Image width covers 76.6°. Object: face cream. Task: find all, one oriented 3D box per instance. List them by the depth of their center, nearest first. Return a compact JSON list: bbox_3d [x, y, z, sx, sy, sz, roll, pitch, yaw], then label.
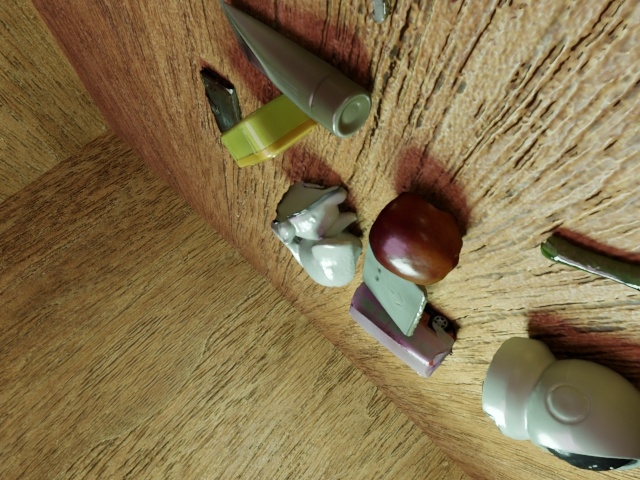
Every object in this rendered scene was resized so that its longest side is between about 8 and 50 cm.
[{"bbox_3d":[-0.057,-0.295,0.694,0.341,0.084,0.137,44,173,27],"label":"face cream"}]

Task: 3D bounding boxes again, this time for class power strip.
[{"bbox_3d":[0.189,0.101,0.987,0.213,0.065,0.198,52,154,31],"label":"power strip"}]

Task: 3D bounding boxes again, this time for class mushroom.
[{"bbox_3d":[0.061,-0.309,0.481,0.049,0.019,0.101,27,154,45],"label":"mushroom"}]

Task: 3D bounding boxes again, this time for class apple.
[{"bbox_3d":[0.169,0.002,0.723,0.158,0.147,0.156,41,140,9],"label":"apple"}]

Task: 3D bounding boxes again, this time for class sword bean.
[{"bbox_3d":[0.401,0.051,0.486,0.269,0.038,0.043,27,160,46],"label":"sword bean"}]

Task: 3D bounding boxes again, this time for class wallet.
[{"bbox_3d":[-0.254,-0.341,1.077,0.122,0.031,0.232,38,161,17],"label":"wallet"}]

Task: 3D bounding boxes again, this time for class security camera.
[{"bbox_3d":[0.432,0.287,0.703,0.236,0.194,0.194,12,143,51],"label":"security camera"}]

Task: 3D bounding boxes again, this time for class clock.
[{"bbox_3d":[-0.111,-0.225,0.835,0.096,0.143,0.202,60,159,-17],"label":"clock"}]

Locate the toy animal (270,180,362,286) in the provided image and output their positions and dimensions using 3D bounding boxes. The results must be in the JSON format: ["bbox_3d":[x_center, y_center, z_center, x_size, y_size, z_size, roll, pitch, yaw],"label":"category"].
[{"bbox_3d":[0.001,-0.008,1.010,0.289,0.174,0.249,50,162,-10],"label":"toy animal"}]

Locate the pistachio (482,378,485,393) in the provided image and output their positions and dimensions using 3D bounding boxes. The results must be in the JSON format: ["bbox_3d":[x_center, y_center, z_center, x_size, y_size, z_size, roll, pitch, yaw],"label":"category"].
[{"bbox_3d":[0.453,0.375,0.957,0.124,0.124,0.185,19,155,53],"label":"pistachio"}]

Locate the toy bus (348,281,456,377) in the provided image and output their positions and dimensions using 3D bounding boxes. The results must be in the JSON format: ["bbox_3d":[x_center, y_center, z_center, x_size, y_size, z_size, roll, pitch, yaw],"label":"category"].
[{"bbox_3d":[0.213,0.218,1.092,0.303,0.147,0.127,35,153,26],"label":"toy bus"}]
